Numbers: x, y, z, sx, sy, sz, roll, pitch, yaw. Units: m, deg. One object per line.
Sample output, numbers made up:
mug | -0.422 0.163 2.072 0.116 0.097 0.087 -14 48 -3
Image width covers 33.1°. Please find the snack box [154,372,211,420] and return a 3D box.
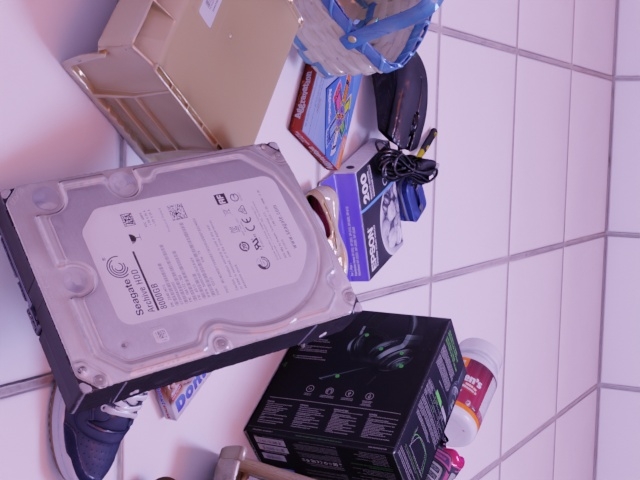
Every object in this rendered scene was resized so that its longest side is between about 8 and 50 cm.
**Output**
snack box | -0.163 0.155 1.433 0.178 0.022 0.064 -55 141 -45

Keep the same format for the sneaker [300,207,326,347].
sneaker | -0.050 0.054 1.567 0.163 0.086 0.226 -63 146 -41

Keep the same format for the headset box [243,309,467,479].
headset box | 0.063 0.235 1.638 0.283 0.246 0.131 -61 143 -40

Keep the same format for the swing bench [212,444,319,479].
swing bench | -0.069 0.442 1.467 0.255 0.165 0.253 24 68 -17

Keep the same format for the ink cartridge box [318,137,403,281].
ink cartridge box | 0.074 -0.042 1.835 0.208 0.045 0.206 -43 131 -51

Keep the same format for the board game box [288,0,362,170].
board game box | 0.022 -0.269 1.723 0.145 0.027 0.281 41 58 -55

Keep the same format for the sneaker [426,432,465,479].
sneaker | 0.150 0.299 1.842 0.121 0.112 0.299 42 18 -50

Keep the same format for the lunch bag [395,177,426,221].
lunch bag | 0.155 -0.085 1.959 0.067 0.065 0.098 -60 143 -40

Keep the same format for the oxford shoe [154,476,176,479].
oxford shoe | -0.232 0.344 1.267 0.227 0.083 0.096 -48 130 -51

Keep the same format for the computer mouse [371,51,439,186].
computer mouse | 0.152 -0.235 1.866 0.188 0.072 0.272 2 78 -58

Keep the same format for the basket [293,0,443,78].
basket | 0.094 -0.370 1.550 0.201 0.289 0.255 43 55 -23

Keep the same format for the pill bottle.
pill bottle | 0.295 0.308 2.220 0.221 0.121 0.121 -56 140 -44

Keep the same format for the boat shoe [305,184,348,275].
boat shoe | 0.000 0.000 1.688 0.059 0.063 0.170 -17 99 -58

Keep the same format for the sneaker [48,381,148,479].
sneaker | -0.205 0.144 1.211 0.099 0.153 0.282 25 72 -61

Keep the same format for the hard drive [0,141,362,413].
hard drive | -0.145 0.025 1.145 0.339 0.064 0.237 -13 66 -33

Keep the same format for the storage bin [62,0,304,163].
storage bin | -0.155 -0.243 1.289 0.260 0.123 0.262 54 48 -51

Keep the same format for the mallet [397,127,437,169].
mallet | 0.193 -0.157 2.059 0.189 0.039 0.062 -47 133 -55
